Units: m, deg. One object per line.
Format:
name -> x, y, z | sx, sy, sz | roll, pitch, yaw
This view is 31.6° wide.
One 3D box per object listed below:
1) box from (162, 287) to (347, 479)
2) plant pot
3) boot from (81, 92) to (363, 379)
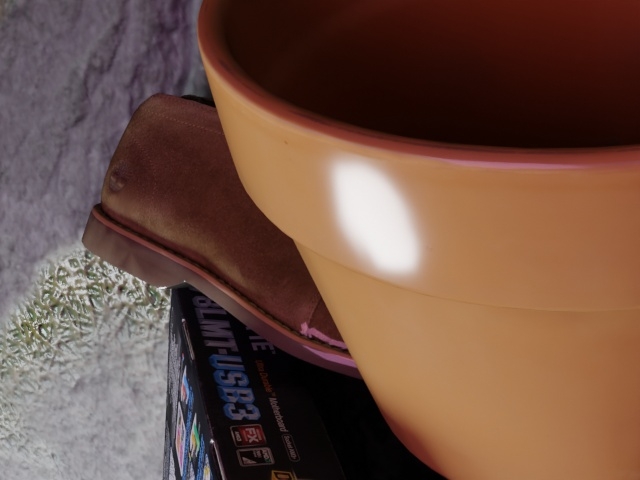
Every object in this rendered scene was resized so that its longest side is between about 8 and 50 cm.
box -> -0.049, 0.215, 0.667 | 0.073, 0.293, 0.295 | -1, 113, -15
plant pot -> 0.111, -0.025, 0.481 | 0.291, 0.291, 0.203 | 11, 130, 29
boot -> 0.000, 0.000, 0.656 | 0.305, 0.112, 0.115 | 23, 101, 21
